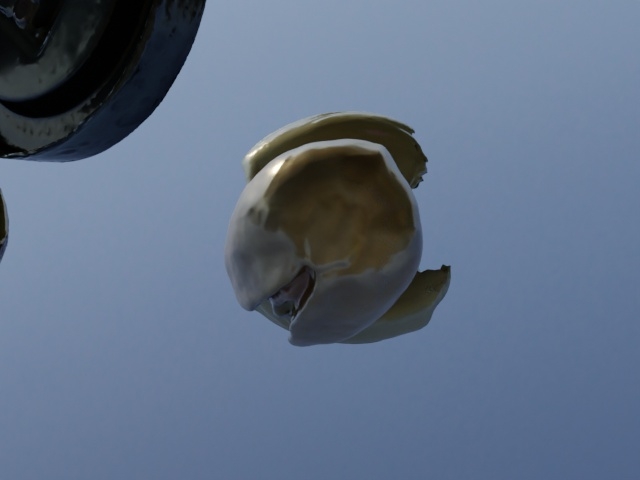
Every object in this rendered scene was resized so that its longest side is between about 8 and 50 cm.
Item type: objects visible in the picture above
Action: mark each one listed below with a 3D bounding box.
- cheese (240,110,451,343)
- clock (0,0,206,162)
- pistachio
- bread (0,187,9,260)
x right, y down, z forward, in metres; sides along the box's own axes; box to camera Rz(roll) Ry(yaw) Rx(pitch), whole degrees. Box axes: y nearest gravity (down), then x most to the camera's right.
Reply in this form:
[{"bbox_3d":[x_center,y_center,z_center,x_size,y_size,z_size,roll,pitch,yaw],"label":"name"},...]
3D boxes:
[{"bbox_3d":[0.027,-0.015,1.730,0.233,0.127,0.265,-1,-88,-2],"label":"cheese"},{"bbox_3d":[-0.227,-0.224,1.313,0.067,0.325,0.325,11,-140,-50],"label":"clock"},{"bbox_3d":[0.000,0.000,1.521,0.188,0.299,0.187,5,-108,-15],"label":"pistachio"},{"bbox_3d":[-0.340,0.037,1.336,0.103,0.172,0.132,15,-150,-24],"label":"bread"}]
